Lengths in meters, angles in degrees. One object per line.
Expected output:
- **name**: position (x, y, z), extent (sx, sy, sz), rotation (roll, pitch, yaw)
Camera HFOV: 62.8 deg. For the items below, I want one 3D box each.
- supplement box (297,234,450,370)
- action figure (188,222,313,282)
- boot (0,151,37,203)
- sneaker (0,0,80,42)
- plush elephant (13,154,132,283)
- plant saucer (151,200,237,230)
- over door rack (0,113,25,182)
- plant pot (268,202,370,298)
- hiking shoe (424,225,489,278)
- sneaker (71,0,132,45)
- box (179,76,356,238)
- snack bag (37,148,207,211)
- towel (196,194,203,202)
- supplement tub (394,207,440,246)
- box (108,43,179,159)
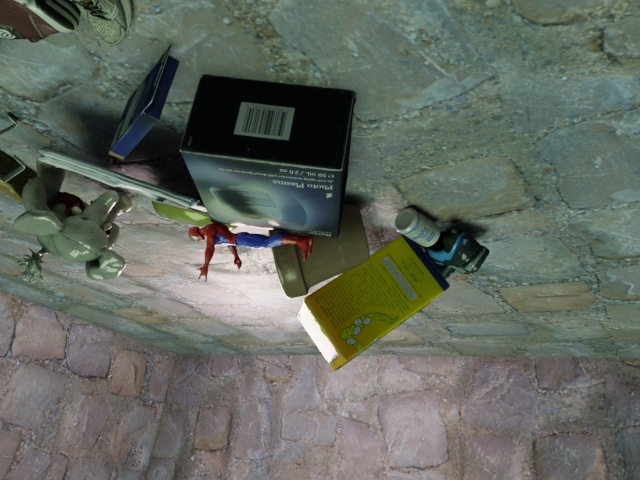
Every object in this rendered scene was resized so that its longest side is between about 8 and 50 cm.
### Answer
- **supplement box**: position (0.140, 0.170, 1.451), extent (0.356, 0.195, 0.194), rotation (-32, 166, -17)
- **action figure**: position (-0.167, 0.034, 1.178), extent (0.280, 0.139, 0.091), rotation (11, -172, 8)
- **boot**: position (-0.918, -0.163, 1.442), extent (0.270, 0.089, 0.236), rotation (-5, 142, 27)
- **sneaker**: position (-0.520, -0.386, 0.773), extent (0.163, 0.106, 0.281), rotation (-12, 149, 30)
- **plush elephant**: position (-0.595, -0.039, 1.293), extent (0.255, 0.330, 0.272), rotation (1, 150, 41)
- **plant saucer**: position (-0.335, -0.060, 1.409), extent (0.241, 0.037, 0.241), rotation (13, 180, 0)
- **over door rack**: position (-0.760, -0.245, 1.017), extent (0.108, 0.239, 0.324), rotation (-45, 138, 6)
- **plant pot**: position (0.000, 0.000, 1.337), extent (0.229, 0.263, 0.263), rotation (-12, 153, 3)
- **hiking shoe**: position (0.337, 0.032, 1.462), extent (0.132, 0.113, 0.304), rotation (45, 155, -6)
- **sneaker**: position (-0.351, -0.374, 0.772), extent (0.088, 0.092, 0.225), rotation (6, 156, 6)
- **box**: position (-0.091, -0.153, 1.068), extent (0.296, 0.182, 0.294), rotation (7, 157, 4)
- **snack bag**: position (-0.413, -0.120, 1.217), extent (0.343, 0.037, 0.323), rotation (19, 179, 1)
- **towel**: position (-0.286, -0.091, 1.447), extent (0.119, 0.029, 0.067), rotation (17, 158, -21)
- **supplement tub**: position (0.249, -0.034, 1.347), extent (0.107, 0.071, 0.071), rotation (26, 150, -34)
- **box**: position (-0.324, -0.252, 0.976), extent (0.036, 0.136, 0.225), rotation (25, 151, -30)
